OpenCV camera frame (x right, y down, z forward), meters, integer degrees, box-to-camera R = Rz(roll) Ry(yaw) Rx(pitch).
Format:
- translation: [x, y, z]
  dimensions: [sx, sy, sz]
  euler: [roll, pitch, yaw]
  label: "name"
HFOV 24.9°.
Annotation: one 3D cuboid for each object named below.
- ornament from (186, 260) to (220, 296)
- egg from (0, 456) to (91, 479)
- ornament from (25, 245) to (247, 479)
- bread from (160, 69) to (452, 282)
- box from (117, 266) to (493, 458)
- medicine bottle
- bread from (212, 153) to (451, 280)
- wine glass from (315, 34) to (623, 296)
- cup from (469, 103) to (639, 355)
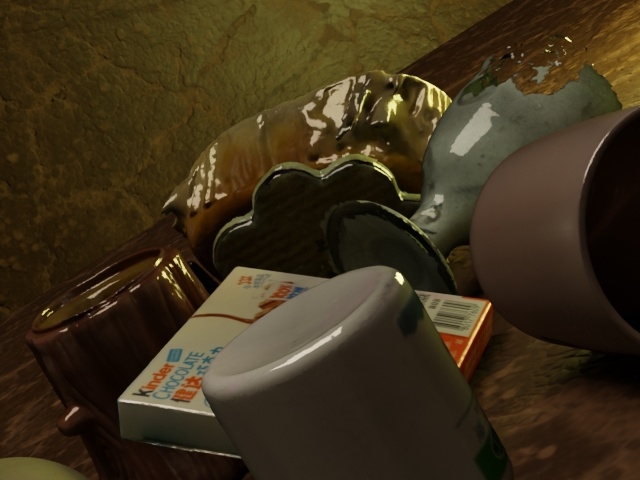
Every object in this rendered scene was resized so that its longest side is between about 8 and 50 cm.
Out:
- translation: [-0.191, 0.144, 1.733]
  dimensions: [0.196, 0.166, 0.153]
  euler: [-54, 20, -26]
  label: "ornament"
- translation: [-0.252, 0.272, 1.182]
  dimensions: [0.186, 0.186, 0.242]
  euler: [-39, 6, -34]
  label: "egg"
- translation: [-0.166, 0.134, 1.455]
  dimensions: [0.235, 0.217, 0.221]
  euler: [-32, 13, -6]
  label: "ornament"
- translation: [0.006, -0.059, 1.785]
  dimensions: [0.389, 0.236, 0.183]
  euler: [-22, 58, 37]
  label: "bread"
- translation: [-0.004, 0.111, 1.285]
  dimensions: [0.265, 0.048, 0.273]
  euler: [8, 27, 18]
  label: "box"
- translation: [0.044, 0.144, 0.853]
  dimensions: [0.139, 0.237, 0.139]
  euler: [-30, 12, 7]
  label: "medicine bottle"
- translation: [0.000, 0.000, 1.651]
  dimensions: [0.286, 0.207, 0.056]
  euler: [-25, 19, 10]
  label: "bread"
- translation: [0.172, -0.060, 1.538]
  dimensions: [0.357, 0.190, 0.190]
  euler: [-43, 16, -29]
  label: "wine glass"
- translation: [0.260, -0.006, 1.147]
  dimensions: [0.253, 0.191, 0.200]
  euler: [-3, -2, -22]
  label: "cup"
